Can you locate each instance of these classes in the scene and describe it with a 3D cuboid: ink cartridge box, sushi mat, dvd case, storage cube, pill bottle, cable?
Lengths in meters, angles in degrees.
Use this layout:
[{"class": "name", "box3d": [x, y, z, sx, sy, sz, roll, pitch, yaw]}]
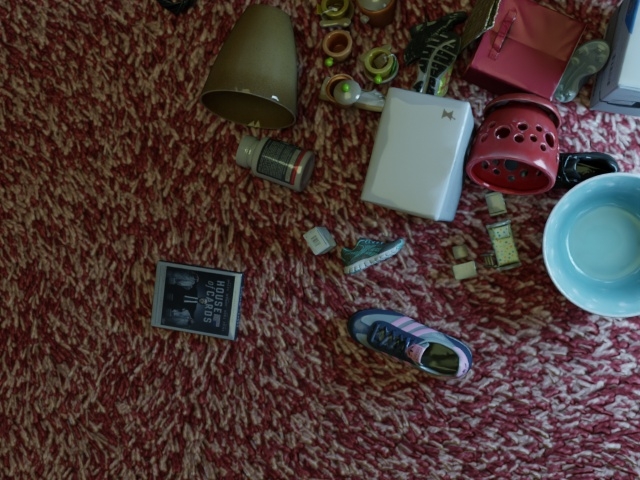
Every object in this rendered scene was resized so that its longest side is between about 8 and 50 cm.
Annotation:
[{"class": "ink cartridge box", "box3d": [0.680, -0.397, 1.538, 0.129, 0.307, 0.223, 12, 94, 10]}, {"class": "sushi mat", "box3d": [0.359, -0.505, 1.604, 0.019, 0.316, 0.151, 19, 95, -1]}, {"class": "dvd case", "box3d": [-0.326, 0.157, 1.920, 0.239, 0.029, 0.179, 8, 94, 13]}, {"class": "storage cube", "box3d": [0.450, -0.423, 1.641, 0.193, 0.215, 0.183, 24, 96, 4]}, {"class": "pill bottle", "box3d": [-0.114, -0.199, 1.821, 0.180, 0.108, 0.108, 21, 96, 11]}, {"class": "cable", "box3d": [-0.382, -0.682, 1.896, 0.150, 0.047, 0.184, 6, 94, 12]}]

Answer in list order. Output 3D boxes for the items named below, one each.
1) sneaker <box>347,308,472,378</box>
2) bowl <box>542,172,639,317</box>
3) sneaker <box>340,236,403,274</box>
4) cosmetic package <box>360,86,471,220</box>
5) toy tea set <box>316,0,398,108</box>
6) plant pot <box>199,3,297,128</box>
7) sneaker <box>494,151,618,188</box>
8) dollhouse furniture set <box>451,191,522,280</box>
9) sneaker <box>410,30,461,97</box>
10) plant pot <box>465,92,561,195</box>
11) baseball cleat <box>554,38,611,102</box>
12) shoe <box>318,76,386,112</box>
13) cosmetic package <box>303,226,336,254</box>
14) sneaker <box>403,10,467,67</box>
[{"class": "sneaker", "box3d": [0.210, 0.245, 1.752, 0.319, 0.131, 0.112, 16, 95, 12]}, {"class": "bowl", "box3d": [0.651, 0.009, 1.631, 0.311, 0.163, 0.311, 0, 92, 12]}, {"class": "sneaker", "box3d": [0.122, 0.022, 1.801, 0.166, 0.065, 0.076, -24, 83, 11]}, {"class": "cosmetic package", "box3d": [0.226, -0.167, 1.570, 0.161, 0.453, 0.230, 16, 94, 13]}, {"class": "toy tea set", "box3d": [0.086, -0.478, 1.723, 0.200, 0.124, 0.336, -5, 74, 10]}, {"class": "plant pot", "box3d": [-0.153, -0.433, 1.782, 0.237, 0.237, 0.254, 8, 78, 12]}, {"class": "sneaker", "box3d": [0.537, -0.163, 1.668, 0.286, 0.130, 0.109, -5, 93, 14]}, {"class": "dollhouse furniture set", "box3d": [0.373, -0.011, 1.722, 0.161, 0.101, 0.182, -15, 89, 12]}, {"class": "sneaker", "box3d": [0.276, -0.395, 1.736, 0.081, 0.094, 0.208, 31, 103, 25]}, {"class": "plant pot", "box3d": [0.426, -0.211, 1.589, 0.191, 0.191, 0.174, 11, 71, 12]}, {"class": "baseball cleat", "box3d": [0.586, -0.394, 1.616, 0.072, 0.206, 0.109, 40, 65, 4]}, {"class": "shoe", "box3d": [0.102, -0.352, 1.784, 0.219, 0.076, 0.058, 16, 100, 13]}, {"class": "cosmetic package", "box3d": [0.000, 0.000, 1.798, 0.041, 0.115, 0.060, -34, 86, 10]}, {"class": "sneaker", "box3d": [0.277, -0.486, 1.757, 0.170, 0.051, 0.089, -13, 89, 17]}]
